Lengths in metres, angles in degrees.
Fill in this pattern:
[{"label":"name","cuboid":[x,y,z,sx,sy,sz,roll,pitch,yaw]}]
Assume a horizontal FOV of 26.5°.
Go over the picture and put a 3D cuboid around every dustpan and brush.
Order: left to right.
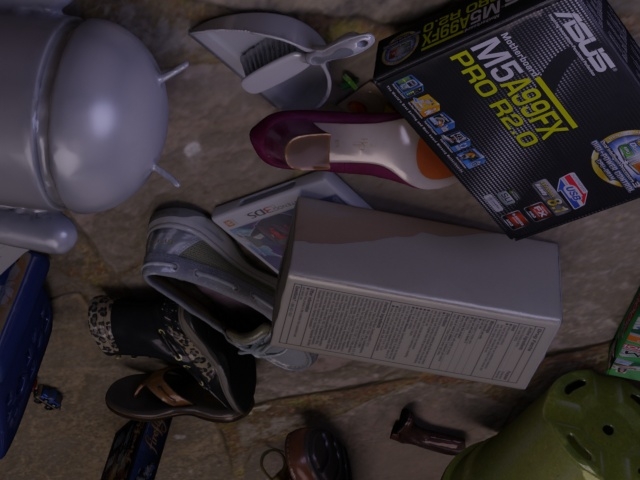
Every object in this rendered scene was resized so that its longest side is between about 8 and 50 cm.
[{"label":"dustpan and brush","cuboid":[-0.022,-0.182,1.343,0.211,0.060,0.147,-20,134,40]}]

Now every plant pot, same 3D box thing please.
[{"label":"plant pot","cuboid":[-0.487,0.117,1.797,0.236,0.236,0.212,17,140,-4]},{"label":"plant pot","cuboid":[0.327,0.313,1.793,0.276,0.276,0.254,18,135,-7]}]

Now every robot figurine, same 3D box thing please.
[{"label":"robot figurine","cuboid":[-0.308,-0.133,1.387,0.353,0.200,0.300,6,111,10]}]

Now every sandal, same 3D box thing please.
[{"label":"sandal","cuboid":[-0.205,0.219,1.972,0.219,0.090,0.060,5,129,15]}]

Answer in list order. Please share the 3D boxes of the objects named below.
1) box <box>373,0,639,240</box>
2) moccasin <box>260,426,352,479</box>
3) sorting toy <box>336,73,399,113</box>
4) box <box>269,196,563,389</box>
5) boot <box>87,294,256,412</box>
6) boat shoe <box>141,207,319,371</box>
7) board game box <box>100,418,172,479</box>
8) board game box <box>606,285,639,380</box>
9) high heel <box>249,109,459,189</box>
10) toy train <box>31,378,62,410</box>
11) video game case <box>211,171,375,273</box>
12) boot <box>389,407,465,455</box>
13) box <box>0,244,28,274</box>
[{"label":"box","cuboid":[0.213,-0.127,1.315,0.216,0.060,0.270,-20,132,31]},{"label":"moccasin","cuboid":[-0.021,0.399,2.136,0.147,0.139,0.380,-1,154,6]},{"label":"sorting toy","cuboid":[0.045,-0.144,1.418,0.083,0.012,0.062,32,142,-26]},{"label":"box","cuboid":[0.108,0.063,1.562,0.311,0.121,0.148,11,139,-6]},{"label":"boot","cuboid":[-0.199,0.150,1.872,0.179,0.085,0.236,0,140,24]},{"label":"boat shoe","cuboid":[-0.112,0.084,1.722,0.118,0.103,0.320,-11,139,32]},{"label":"board game box","cuboid":[-0.306,0.387,2.104,0.042,0.243,0.165,26,144,-17]},{"label":"board game box","cuboid":[0.522,0.124,1.612,0.317,0.046,0.213,12,147,2]},{"label":"high heel","cuboid":[0.050,-0.101,1.425,0.244,0.117,0.082,-6,108,-22]},{"label":"toy train","cuboid":[-0.460,0.220,2.113,0.036,0.027,0.158,-29,128,31]},{"label":"video game case","cuboid":[0.000,0.000,1.634,0.183,0.023,0.201,-18,136,38]},{"label":"boot","cuboid":[0.166,0.282,1.973,0.114,0.037,0.106,18,159,-1]},{"label":"box","cuboid":[-0.439,-0.041,1.666,0.170,0.091,0.130,30,142,-23]}]
